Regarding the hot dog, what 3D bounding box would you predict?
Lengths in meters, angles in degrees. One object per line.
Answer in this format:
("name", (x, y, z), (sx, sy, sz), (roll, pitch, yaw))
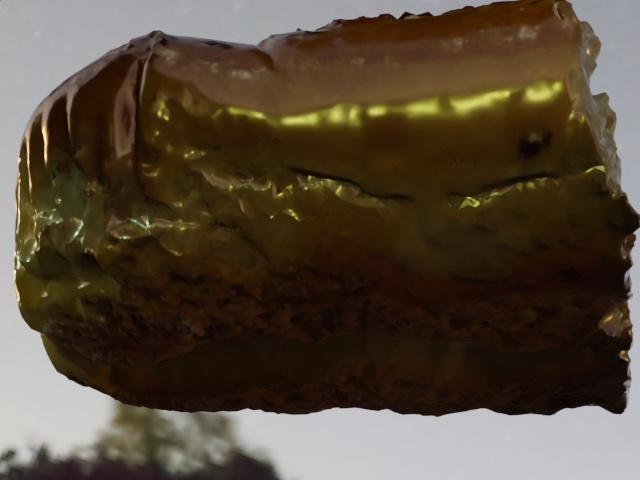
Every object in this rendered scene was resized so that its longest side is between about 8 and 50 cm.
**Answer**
("hot dog", (0.000, 0.000, 0.933), (0.365, 0.196, 0.367), (-7, -29, 7))
